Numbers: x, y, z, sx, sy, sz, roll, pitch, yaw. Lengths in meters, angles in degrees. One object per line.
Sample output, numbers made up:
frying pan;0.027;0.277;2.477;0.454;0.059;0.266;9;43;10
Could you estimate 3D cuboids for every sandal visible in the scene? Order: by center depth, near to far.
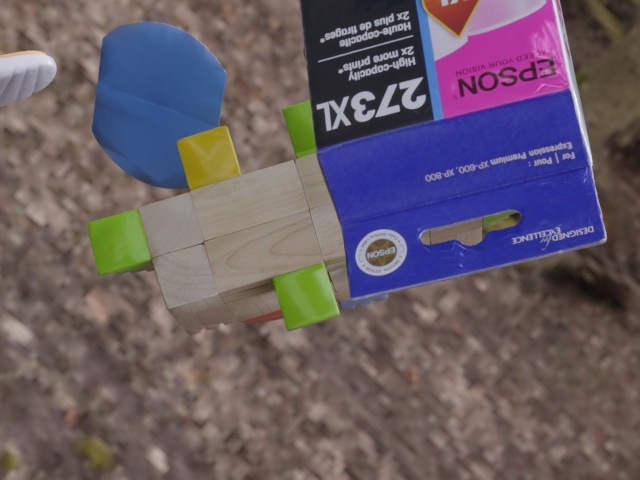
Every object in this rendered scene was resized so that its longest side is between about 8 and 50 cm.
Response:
sandal;-0.348;-0.131;1.598;0.102;0.265;0.076;61;14;-76

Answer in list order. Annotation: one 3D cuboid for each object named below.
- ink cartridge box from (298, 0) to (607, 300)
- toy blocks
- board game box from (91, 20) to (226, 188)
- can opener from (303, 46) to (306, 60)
ink cartridge box;0.077;-0.146;1.338;0.069;0.176;0.371;60;20;-57
toy blocks;0.000;0.000;1.810;0.261;0.381;0.190;69;5;-78
board game box;-0.149;-0.134;1.867;0.133;0.168;0.033;20;29;17
can opener;0.045;-0.148;2.014;0.074;0.093;0.280;31;-9;21
